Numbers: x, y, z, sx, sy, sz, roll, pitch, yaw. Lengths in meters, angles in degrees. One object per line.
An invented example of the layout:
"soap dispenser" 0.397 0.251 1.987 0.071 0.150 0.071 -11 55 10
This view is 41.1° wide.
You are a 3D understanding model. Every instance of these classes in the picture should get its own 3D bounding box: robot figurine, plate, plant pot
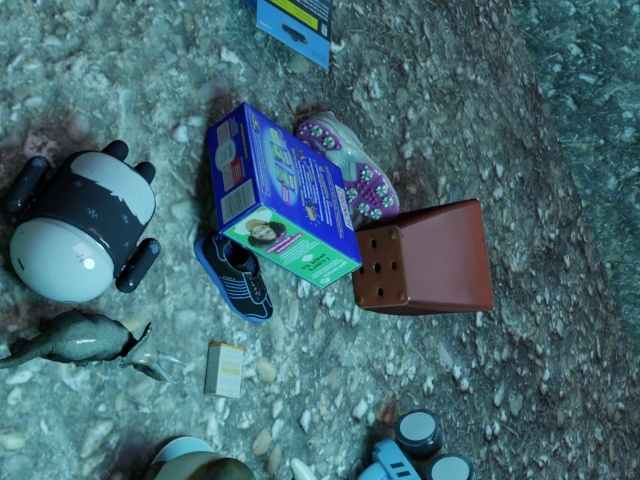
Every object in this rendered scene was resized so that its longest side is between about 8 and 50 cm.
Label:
"robot figurine" -0.374 -0.030 1.365 0.173 0.209 0.278 92 17 -53
"plate" -0.249 0.448 1.532 0.188 0.024 0.188 13 73 -48
"plant pot" 0.217 0.053 2.016 0.235 0.267 0.267 -4 86 -39

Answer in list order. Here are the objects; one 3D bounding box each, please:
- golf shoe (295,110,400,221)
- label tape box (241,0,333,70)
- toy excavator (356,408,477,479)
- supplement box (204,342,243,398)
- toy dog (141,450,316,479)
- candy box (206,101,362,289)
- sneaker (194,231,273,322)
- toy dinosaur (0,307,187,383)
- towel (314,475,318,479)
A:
"golf shoe" 0.081 -0.179 1.957 0.306 0.115 0.140 48 34 -11
"label tape box" -0.082 -0.557 1.876 0.240 0.106 0.334 21 67 -46
"toy excavator" 0.149 0.640 1.808 0.445 0.433 0.222 -26 128 -10
"supplement box" -0.185 0.251 1.639 0.062 0.036 0.098 23 65 -46
"toy dog" -0.124 0.511 1.433 0.408 0.284 0.395 49 54 -37
"candy box" -0.071 -0.085 1.721 0.317 0.122 0.268 30 38 -43
"sneaker" -0.150 0.076 1.675 0.232 0.090 0.081 53 46 -30
"toy dinosaur" -0.374 0.152 1.331 0.313 0.160 0.121 20 67 -48
"towel" -0.021 0.590 1.780 0.197 0.029 0.144 58 43 -21
